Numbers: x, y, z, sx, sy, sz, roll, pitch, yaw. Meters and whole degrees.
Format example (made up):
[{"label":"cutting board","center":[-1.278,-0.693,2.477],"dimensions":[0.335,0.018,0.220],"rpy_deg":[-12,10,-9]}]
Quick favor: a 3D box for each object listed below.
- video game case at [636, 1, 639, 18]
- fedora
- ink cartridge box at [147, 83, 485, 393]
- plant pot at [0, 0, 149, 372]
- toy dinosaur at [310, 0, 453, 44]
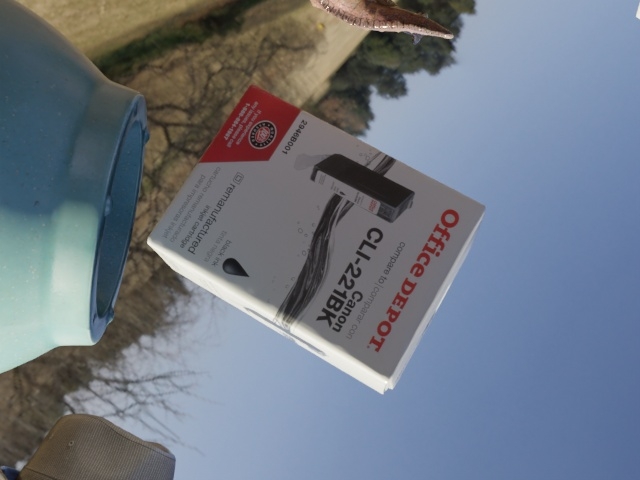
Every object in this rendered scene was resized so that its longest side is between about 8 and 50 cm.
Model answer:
[{"label":"video game case","center":[0.439,-0.375,0.816],"dimensions":[0.227,0.026,0.206],"rpy_deg":[-36,143,-32]},{"label":"fedora","center":[-0.267,0.299,0.930],"dimensions":[0.275,0.243,0.124],"rpy_deg":[-2,-122,48]},{"label":"ink cartridge box","center":[0.000,0.000,0.748],"dimensions":[0.197,0.272,0.114],"rpy_deg":[-59,170,-12]},{"label":"plant pot","center":[-0.226,-0.031,0.485],"dimensions":[0.293,0.196,0.293],"rpy_deg":[-170,-90,-83]},{"label":"toy dinosaur","center":[0.016,-0.288,0.699],"dimensions":[0.200,0.296,0.127],"rpy_deg":[-4,158,-30]}]
